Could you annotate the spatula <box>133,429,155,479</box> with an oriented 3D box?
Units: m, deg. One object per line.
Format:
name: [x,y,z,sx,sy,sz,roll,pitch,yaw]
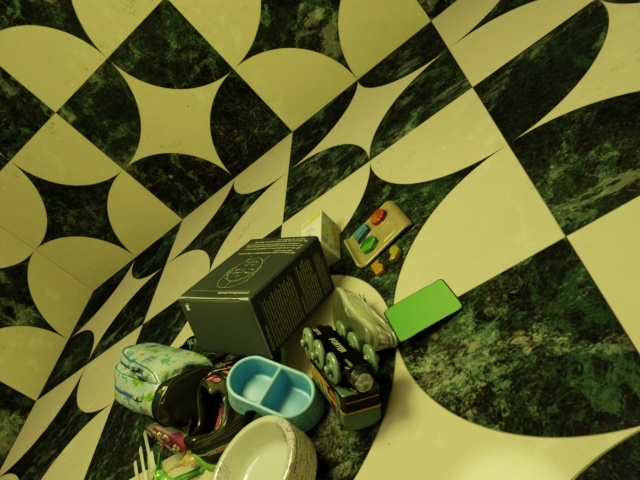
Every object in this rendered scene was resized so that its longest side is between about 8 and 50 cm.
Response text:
spatula: [-0.611,0.773,1.850,0.242,0.019,0.168,27,100,63]

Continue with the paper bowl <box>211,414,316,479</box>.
paper bowl: [-0.125,0.587,1.319,0.284,0.148,0.284,-35,28,22]

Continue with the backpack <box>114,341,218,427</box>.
backpack: [-0.535,0.475,1.824,0.356,0.273,0.290,-14,-3,40]

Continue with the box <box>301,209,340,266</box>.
box: [0.000,0.000,1.994,0.103,0.114,0.203,-35,30,24]

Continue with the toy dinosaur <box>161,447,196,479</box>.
toy dinosaur: [-0.407,0.674,1.666,0.183,0.053,0.092,-20,8,5]

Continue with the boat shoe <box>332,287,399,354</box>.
boat shoe: [0.114,0.225,1.547,0.320,0.103,0.118,-141,55,-67]

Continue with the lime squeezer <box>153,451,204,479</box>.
lime squeezer: [-0.489,0.743,1.733,0.310,0.059,0.110,-13,42,49]

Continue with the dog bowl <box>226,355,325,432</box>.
dog bowl: [-0.131,0.416,1.496,0.297,0.074,0.166,15,52,26]

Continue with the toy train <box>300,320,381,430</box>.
toy train: [0.048,0.334,1.388,0.142,0.190,0.334,-9,14,-19]

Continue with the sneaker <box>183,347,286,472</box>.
sneaker: [-0.254,0.443,1.645,0.185,0.202,0.482,-21,36,40]

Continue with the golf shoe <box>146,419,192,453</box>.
golf shoe: [-0.486,0.621,1.807,0.140,0.115,0.306,-43,12,-30]

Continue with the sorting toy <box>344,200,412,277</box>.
sorting toy: [0.196,-0.010,1.807,0.229,0.041,0.307,-42,27,9]

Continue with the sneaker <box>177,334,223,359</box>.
sneaker: [-0.428,0.393,2.013,0.267,0.106,0.101,-32,40,-19]

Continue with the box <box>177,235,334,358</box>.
box: [-0.190,0.167,1.727,0.294,0.211,0.395,-2,26,35]

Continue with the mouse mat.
mouse mat: [0.268,0.182,1.433,0.190,0.007,0.152,-29,28,3]
